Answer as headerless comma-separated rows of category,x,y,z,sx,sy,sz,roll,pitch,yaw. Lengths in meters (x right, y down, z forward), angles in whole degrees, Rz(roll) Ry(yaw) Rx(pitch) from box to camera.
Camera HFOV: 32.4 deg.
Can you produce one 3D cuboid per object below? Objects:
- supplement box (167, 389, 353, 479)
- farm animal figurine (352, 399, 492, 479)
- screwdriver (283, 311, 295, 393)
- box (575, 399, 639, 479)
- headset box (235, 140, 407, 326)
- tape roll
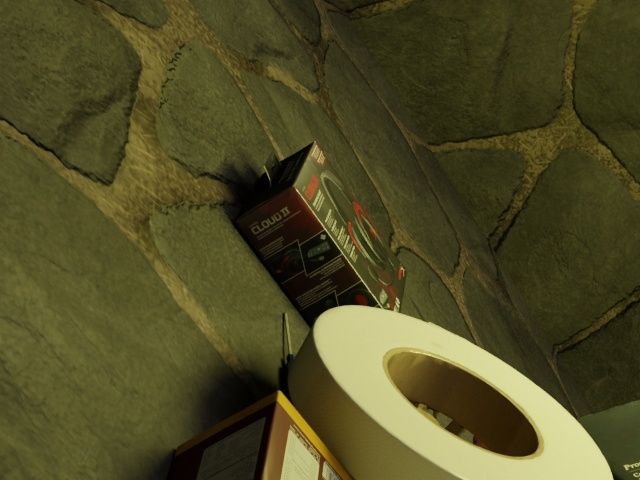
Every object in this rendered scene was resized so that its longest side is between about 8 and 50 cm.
supplement box,-0.044,0.287,1.025,0.191,0.129,0.194,53,19,-18
farm animal figurine,0.149,0.287,1.482,0.327,0.172,0.330,10,34,-43
screwdriver,-0.043,0.143,1.451,0.025,0.024,0.170,16,29,-22
box,0.568,0.514,1.485,0.472,0.298,0.479,-139,-142,-67
headset box,0.000,0.000,1.641,0.293,0.110,0.218,54,19,-13
tape roll,0.148,0.207,1.260,0.392,0.072,0.392,25,17,-8
